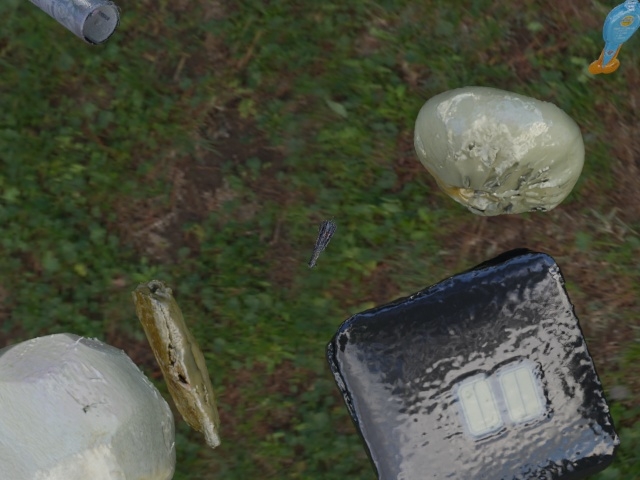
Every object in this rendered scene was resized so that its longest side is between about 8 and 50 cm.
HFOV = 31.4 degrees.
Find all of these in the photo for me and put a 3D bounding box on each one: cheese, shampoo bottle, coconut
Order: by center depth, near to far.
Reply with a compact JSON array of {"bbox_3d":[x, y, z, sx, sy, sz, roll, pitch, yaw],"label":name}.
[{"bbox_3d":[-0.198,0.146,0.853,0.161,0.161,0.162,-45,71,14],"label":"coconut"},{"bbox_3d":[0.335,-0.230,1.289,0.047,0.111,0.017,-2,51,-12],"label":"cheese"},{"bbox_3d":[-0.370,-0.347,1.596,0.214,0.072,0.072,37,100,29],"label":"shampoo bottle"}]

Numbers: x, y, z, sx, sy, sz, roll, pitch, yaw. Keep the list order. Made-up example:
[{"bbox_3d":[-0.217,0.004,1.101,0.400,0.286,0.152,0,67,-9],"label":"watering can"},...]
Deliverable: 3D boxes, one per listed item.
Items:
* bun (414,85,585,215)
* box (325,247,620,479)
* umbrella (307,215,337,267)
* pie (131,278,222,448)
[{"bbox_3d":[0.274,-0.124,1.788,0.287,0.287,0.146,6,65,24],"label":"bun"},{"bbox_3d":[0.215,0.216,1.596,0.350,0.091,0.359,-22,101,-3],"label":"box"},{"bbox_3d":[0.001,0.001,1.581,0.031,0.020,0.083,8,72,36],"label":"umbrella"},{"bbox_3d":[-0.213,0.189,1.751,0.128,0.068,0.282,25,135,59],"label":"pie"}]
